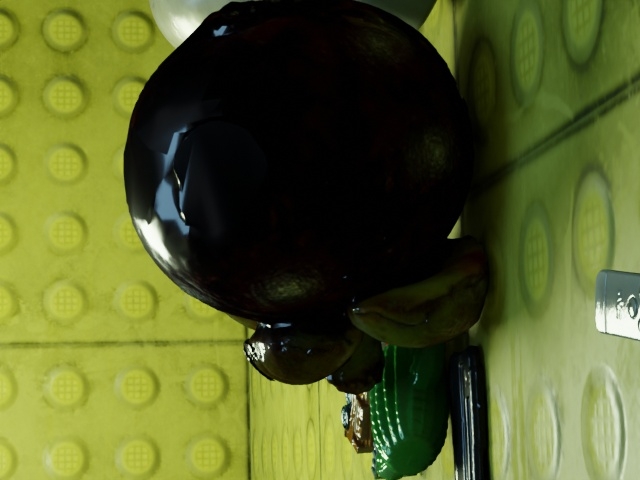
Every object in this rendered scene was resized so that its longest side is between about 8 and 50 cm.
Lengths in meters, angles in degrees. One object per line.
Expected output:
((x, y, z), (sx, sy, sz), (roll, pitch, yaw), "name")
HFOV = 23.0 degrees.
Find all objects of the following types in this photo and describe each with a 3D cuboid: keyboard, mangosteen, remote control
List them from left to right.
((-0.016, -0.052, 1.650), (0.381, 0.381, 0.421), (124, 133, -73), "mangosteen")
((0.157, 0.244, 1.652), (0.106, 0.016, 0.262), (129, 140, -77), "keyboard")
((0.243, 0.049, 1.116), (0.184, 0.027, 0.050), (-171, 79, -76), "remote control")

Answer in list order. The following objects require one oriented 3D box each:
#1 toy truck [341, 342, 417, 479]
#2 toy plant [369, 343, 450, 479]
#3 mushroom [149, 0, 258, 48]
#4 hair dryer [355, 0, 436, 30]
((0.081, 0.188, 1.926), (0.115, 0.080, 0.178), (-118, 28, -60), "toy truck")
((0.104, 0.155, 1.770), (0.155, 0.088, 0.240), (116, 167, -59), "toy plant")
((-0.025, -0.343, 1.980), (0.353, 0.353, 0.325), (137, 154, -77), "mushroom")
((0.075, -0.433, 1.745), (0.128, 0.203, 0.362), (-157, 86, -79), "hair dryer")
